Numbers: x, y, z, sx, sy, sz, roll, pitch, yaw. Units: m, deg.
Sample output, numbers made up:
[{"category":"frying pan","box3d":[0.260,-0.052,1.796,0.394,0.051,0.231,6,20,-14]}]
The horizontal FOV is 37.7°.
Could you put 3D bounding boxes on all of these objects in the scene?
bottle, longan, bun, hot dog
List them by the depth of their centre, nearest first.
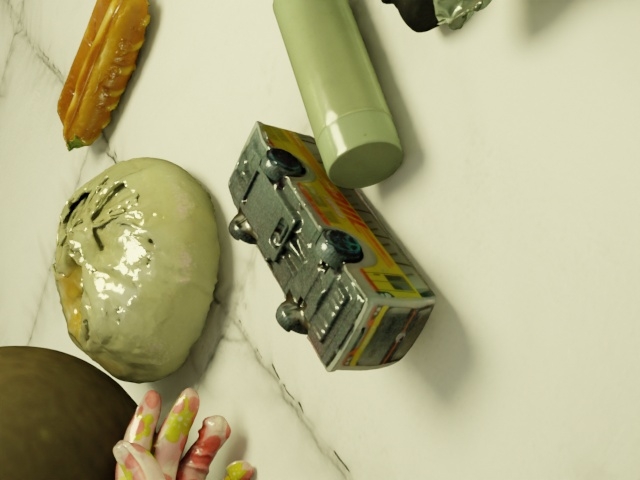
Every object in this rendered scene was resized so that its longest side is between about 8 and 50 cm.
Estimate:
[{"category":"bottle","box3d":[0.014,-0.147,0.848,0.072,0.072,0.201,-45,51,41]},{"category":"longan","box3d":[-0.314,0.256,1.014,0.288,0.350,0.288,-19,57,33]},{"category":"bun","box3d":[-0.236,0.031,1.102,0.287,0.146,0.287,-16,71,54]},{"category":"hot dog","box3d":[-0.304,-0.241,1.301,0.269,0.072,0.115,-56,45,35]}]

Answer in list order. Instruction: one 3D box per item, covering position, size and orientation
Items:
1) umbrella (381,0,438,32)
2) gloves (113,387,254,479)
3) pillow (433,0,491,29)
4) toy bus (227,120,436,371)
[{"category":"umbrella","box3d":[0.028,-0.317,0.857,0.358,0.106,0.113,59,140,31]},{"category":"gloves","box3d":[-0.142,0.269,0.934,0.126,0.145,0.241,-50,56,36]},{"category":"pillow","box3d":[0.153,-0.328,0.628,0.283,0.138,0.310,-23,69,51]},{"category":"toy bus","box3d":[0.000,0.000,0.816,0.092,0.106,0.268,-63,38,26]}]
